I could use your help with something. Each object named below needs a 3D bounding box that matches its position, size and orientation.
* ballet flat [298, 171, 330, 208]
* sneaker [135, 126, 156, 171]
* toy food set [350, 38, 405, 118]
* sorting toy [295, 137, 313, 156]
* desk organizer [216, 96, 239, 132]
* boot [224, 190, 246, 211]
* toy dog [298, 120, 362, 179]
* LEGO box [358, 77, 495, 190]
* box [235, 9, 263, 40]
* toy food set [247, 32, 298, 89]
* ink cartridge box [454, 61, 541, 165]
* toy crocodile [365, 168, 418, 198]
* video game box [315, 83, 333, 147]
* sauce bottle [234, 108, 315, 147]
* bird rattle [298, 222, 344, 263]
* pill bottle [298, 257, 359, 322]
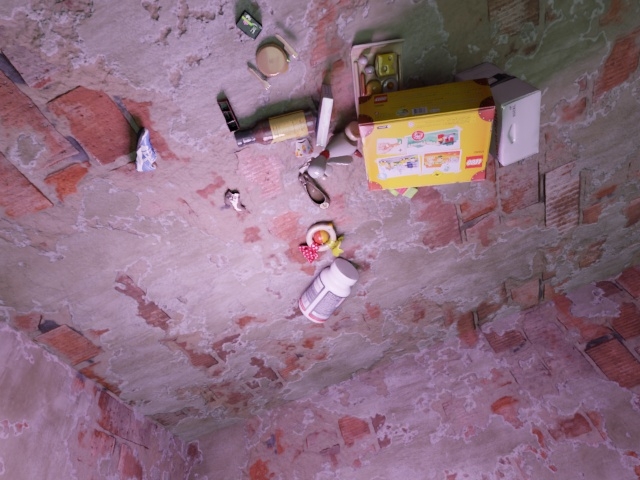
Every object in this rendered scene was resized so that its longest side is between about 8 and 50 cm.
[{"bbox_3d":[-0.029,-0.236,1.992,0.084,0.058,0.250,-29,129,11],"label":"ballet flat"},{"bbox_3d":[-0.735,-0.384,1.697,0.081,0.080,0.211,3,137,-24],"label":"sneaker"},{"bbox_3d":[0.254,-0.661,1.677,0.219,0.092,0.306,-11,118,-5],"label":"toy food set"},{"bbox_3d":[-0.080,-0.428,1.846,0.083,0.045,0.075,-16,111,-1],"label":"sorting toy"},{"bbox_3d":[-0.385,-0.524,1.681,0.047,0.050,0.130,-20,130,2],"label":"desk organizer"},{"bbox_3d":[-0.406,-0.193,1.945,0.118,0.042,0.087,13,121,-23],"label":"boot"},{"bbox_3d":[0.080,-0.361,1.756,0.334,0.220,0.161,-47,106,-11],"label":"toy dog"},{"bbox_3d":[0.423,-0.415,1.649,0.499,0.193,0.373,-4,143,12],"label":"LEGO box"},{"bbox_3d":[-0.264,-0.799,1.493,0.083,0.052,0.062,30,115,-33],"label":"box"},{"bbox_3d":[-0.191,-0.713,1.595,0.192,0.039,0.132,-38,120,23],"label":"toy food set"},{"bbox_3d":[0.750,-0.547,1.719,0.166,0.395,0.286,-22,130,4],"label":"ink cartridge box"},{"bbox_3d":[0.360,-0.304,2.004,0.340,0.105,0.115,30,116,-32],"label":"toy crocodile"},{"bbox_3d":[0.013,-0.525,1.689,0.048,0.187,0.205,4,126,-8],"label":"video game box"},{"bbox_3d":[-0.197,-0.477,1.730,0.344,0.111,0.112,-13,130,-1],"label":"sauce bottle"},{"bbox_3d":[0.000,0.000,2.176,0.253,0.143,0.207,-7,118,8],"label":"bird rattle"},{"bbox_3d":[0.050,0.290,2.329,0.210,0.210,0.363,23,119,-28],"label":"pill bottle"}]
